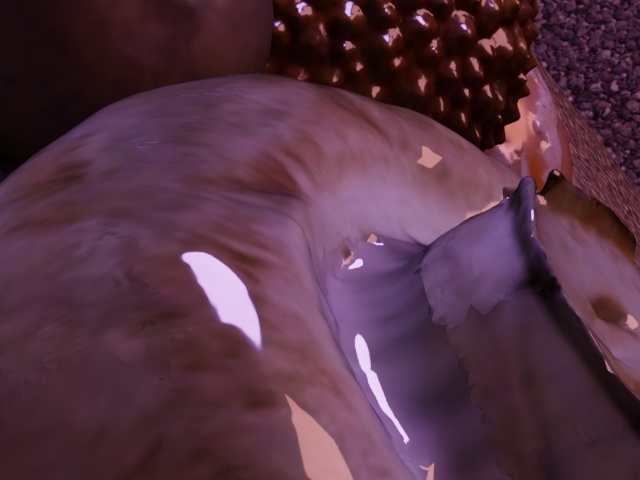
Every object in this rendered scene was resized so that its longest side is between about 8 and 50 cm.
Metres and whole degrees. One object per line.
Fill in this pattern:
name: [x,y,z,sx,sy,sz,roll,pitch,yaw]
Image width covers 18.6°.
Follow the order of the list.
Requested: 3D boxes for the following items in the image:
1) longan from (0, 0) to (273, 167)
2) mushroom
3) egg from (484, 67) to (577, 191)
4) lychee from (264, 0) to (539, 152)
longan: [-0.110,-0.112,0.922,0.187,0.167,0.167,35,25,-61]
mushroom: [0.018,0.091,0.668,0.352,0.260,0.352,39,27,-25]
egg: [0.083,-0.062,1.415,0.233,0.195,0.195,57,13,-14]
lychee: [-0.008,-0.128,1.125,0.267,0.267,0.267,52,14,-19]
